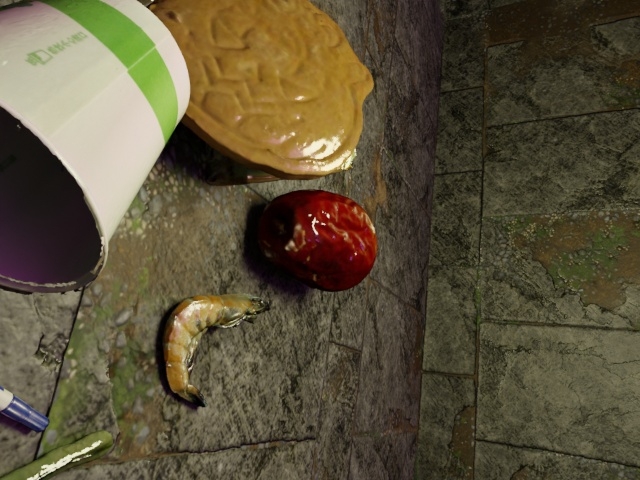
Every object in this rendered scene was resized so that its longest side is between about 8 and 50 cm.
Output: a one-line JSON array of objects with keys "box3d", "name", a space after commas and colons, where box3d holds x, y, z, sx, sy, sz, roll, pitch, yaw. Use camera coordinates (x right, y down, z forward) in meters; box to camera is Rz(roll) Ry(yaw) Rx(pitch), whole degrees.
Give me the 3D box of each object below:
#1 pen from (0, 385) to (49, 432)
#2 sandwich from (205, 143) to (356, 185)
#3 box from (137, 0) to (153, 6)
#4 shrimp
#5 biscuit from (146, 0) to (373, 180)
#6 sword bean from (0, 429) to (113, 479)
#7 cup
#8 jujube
[{"box3d": [-0.367, 0.152, 0.485, 0.204, 0.025, 0.025, 64, 36, -40], "name": "pen"}, {"box3d": [-0.079, -0.184, 0.833, 0.198, 0.227, 0.155, -24, 110, -61], "name": "sandwich"}, {"box3d": [-0.275, -0.441, 0.542, 0.180, 0.047, 0.325, 41, 33, -55], "name": "box"}, {"box3d": [-0.181, 0.191, 0.828, 0.262, 0.051, 0.198, -1, 97, -60], "name": "shrimp"}, {"box3d": [-0.087, -0.286, 0.748, 0.385, 0.062, 0.365, 33, 60, -12], "name": "biscuit"}, {"box3d": [-0.347, 0.283, 0.504, 0.269, 0.038, 0.043, -15, 97, -63], "name": "sword bean"}, {"box3d": [-0.271, -0.121, 0.465, 0.274, 0.253, 0.253, -72, 147, -45], "name": "cup"}, {"box3d": [0.000, 0.000, 1.014, 0.318, 0.223, 0.223, 19, 72, -57], "name": "jujube"}]
